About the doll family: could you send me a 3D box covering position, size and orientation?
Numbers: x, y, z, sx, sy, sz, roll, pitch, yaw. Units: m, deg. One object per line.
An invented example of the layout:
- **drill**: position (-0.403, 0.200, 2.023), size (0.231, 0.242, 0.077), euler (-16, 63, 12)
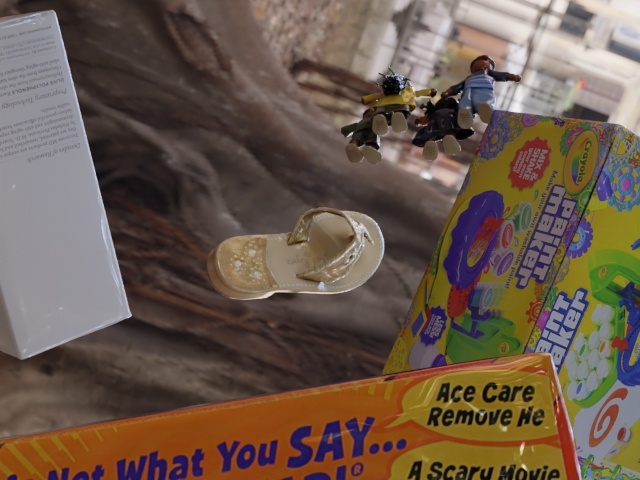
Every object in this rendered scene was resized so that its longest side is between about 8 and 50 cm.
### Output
- **doll family**: position (0.111, -0.139, 1.151), size (0.111, 0.193, 0.076), euler (-68, 154, -56)

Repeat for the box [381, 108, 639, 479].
- **box**: position (0.255, 0.069, 1.035), size (0.177, 0.279, 0.290), euler (22, -92, 60)

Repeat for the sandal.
- **sandal**: position (0.002, 0.006, 1.117), size (0.240, 0.088, 0.079), euler (-11, 166, -42)

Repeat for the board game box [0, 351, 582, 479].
- **board game box**: position (-0.029, 0.276, 0.697), size (0.356, 0.356, 0.356), euler (88, -7, -83)

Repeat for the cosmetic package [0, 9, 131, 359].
- **cosmetic package**: position (-0.367, -0.066, 1.289), size (0.155, 0.197, 0.365), euler (-24, 111, -34)
